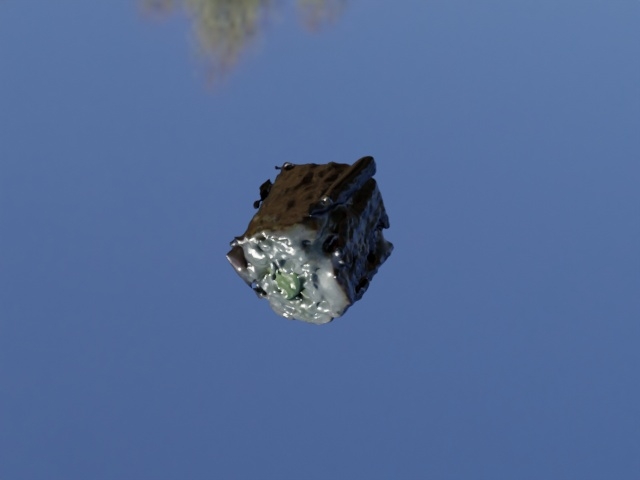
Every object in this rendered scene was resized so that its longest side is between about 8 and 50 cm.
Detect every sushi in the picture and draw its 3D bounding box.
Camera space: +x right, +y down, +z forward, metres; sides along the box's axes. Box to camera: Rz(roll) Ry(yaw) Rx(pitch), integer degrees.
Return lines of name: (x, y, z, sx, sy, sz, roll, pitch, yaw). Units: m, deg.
sushi: (-0.001, 0.000, 1.229, 0.098, 0.094, 0.084, -5, -143, 40)
